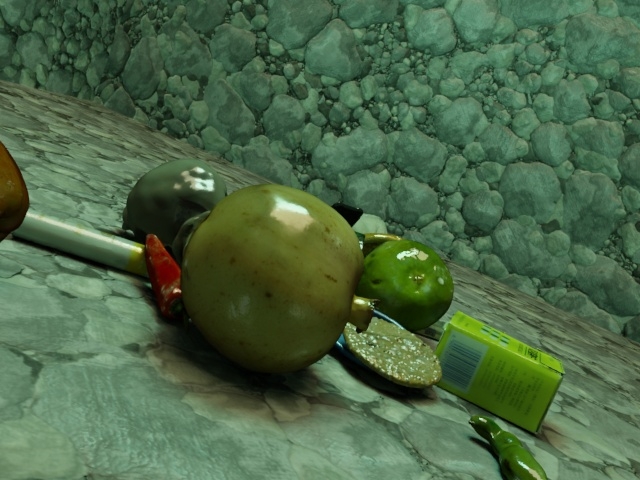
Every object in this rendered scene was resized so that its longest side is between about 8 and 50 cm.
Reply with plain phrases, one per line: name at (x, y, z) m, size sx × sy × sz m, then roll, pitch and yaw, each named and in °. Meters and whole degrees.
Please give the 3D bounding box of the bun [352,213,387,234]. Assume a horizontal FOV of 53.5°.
bun at (0.068, 0.045, 1.778) m, size 0.263 × 0.175 × 0.263 m, roll -6°, pitch -19°, yaw -2°

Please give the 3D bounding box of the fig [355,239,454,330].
fig at (0.172, 0.132, 1.559) m, size 0.233 × 0.314 × 0.233 m, roll 18°, pitch 53°, yaw -26°

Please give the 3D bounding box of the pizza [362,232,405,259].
pizza at (0.129, 0.033, 1.654) m, size 0.178 × 0.131 × 0.041 m, roll 1°, pitch 44°, yaw 0°

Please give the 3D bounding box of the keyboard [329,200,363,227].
keyboard at (0.000, 0.000, 1.622) m, size 0.106 × 0.262 × 0.016 m, roll 13°, pitch 40°, yaw -38°

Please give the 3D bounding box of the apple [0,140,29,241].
apple at (-0.537, -0.070, 0.884) m, size 0.234 × 0.234 × 0.234 m, roll 22°, pitch 10°, yaw -4°

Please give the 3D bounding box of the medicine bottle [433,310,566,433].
medicine bottle at (0.354, 0.263, 1.297) m, size 0.250 × 0.141 × 0.137 m, roll 26°, pitch 7°, yaw 17°

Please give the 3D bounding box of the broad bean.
broad bean at (0.306, 0.345, 1.001) m, size 0.070 × 0.048 × 0.213 m, roll 22°, pitch 10°, yaw -24°

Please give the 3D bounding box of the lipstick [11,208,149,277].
lipstick at (-0.424, 0.007, 1.173) m, size 0.264 × 0.059 × 0.059 m, roll 20°, pitch 10°, yaw -16°

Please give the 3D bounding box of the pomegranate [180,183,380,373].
pomegranate at (-0.060, 0.064, 1.017) m, size 0.319 × 0.319 × 0.319 m, roll 22°, pitch 10°, yaw -4°

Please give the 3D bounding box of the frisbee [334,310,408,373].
frisbee at (0.098, 0.205, 1.284) m, size 0.242 × 0.045 × 0.242 m, roll 21°, pitch 20°, yaw -8°

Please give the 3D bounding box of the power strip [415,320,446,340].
power strip at (0.331, 0.242, 1.654) m, size 0.268 × 0.034 × 0.092 m, roll 20°, pitch 9°, yaw -13°

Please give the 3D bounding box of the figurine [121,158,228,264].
figurine at (-0.273, -0.041, 1.318) m, size 0.380 × 0.248 × 0.203 m, roll 41°, pitch -20°, yaw 50°

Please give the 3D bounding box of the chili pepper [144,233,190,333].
chili pepper at (-0.261, 0.075, 1.099) m, size 0.063 × 0.071 × 0.272 m, roll 19°, pitch 20°, yaw -38°

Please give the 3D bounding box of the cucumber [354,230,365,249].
cucumber at (0.026, 0.067, 1.550) m, size 0.130 × 0.191 × 0.191 m, roll 26°, pitch 10°, yaw 13°

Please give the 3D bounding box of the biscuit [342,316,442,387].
biscuit at (0.135, 0.208, 1.214) m, size 0.220 × 0.033 × 0.220 m, roll 23°, pitch 19°, yaw -8°
